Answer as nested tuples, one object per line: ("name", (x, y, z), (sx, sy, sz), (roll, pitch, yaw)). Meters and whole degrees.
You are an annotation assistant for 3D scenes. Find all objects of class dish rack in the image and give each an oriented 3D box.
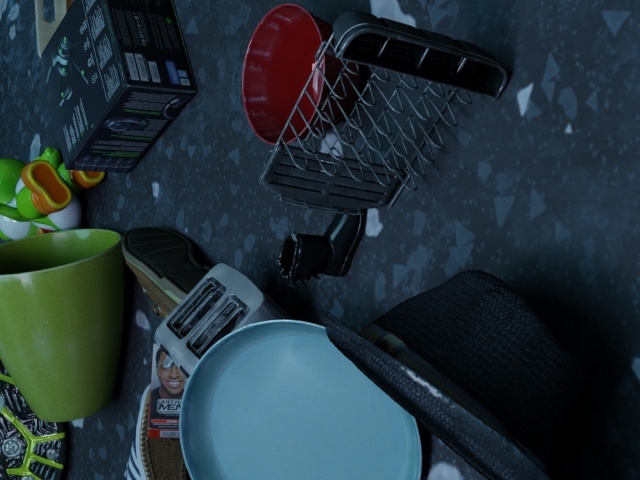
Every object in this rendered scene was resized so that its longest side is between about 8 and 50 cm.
("dish rack", (0.058, -0.126, 1.181), (0.271, 0.208, 0.074), (-59, 34, 33))

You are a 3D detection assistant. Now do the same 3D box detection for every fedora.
("fedora", (0.159, 0.130, 1.048), (0.152, 0.334, 0.334), (-48, 43, -6))

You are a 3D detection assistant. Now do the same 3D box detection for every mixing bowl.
("mixing bowl", (-0.013, -0.211, 1.353), (0.181, 0.098, 0.181), (0, 90, 53))

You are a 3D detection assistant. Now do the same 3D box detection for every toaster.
("toaster", (-0.119, 0.134, 1.426), (0.186, 0.110, 0.168), (-47, 34, -7))

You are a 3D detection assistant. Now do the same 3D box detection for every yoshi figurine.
("yoshi figurine", (-0.571, -0.108, 2.022), (0.362, 0.203, 0.203), (-25, 54, 52))

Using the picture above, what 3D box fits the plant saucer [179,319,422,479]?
("plant saucer", (-0.024, 0.246, 1.293), (0.317, 0.044, 0.317), (5, 103, 19))

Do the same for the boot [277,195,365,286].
("boot", (0.000, -0.001, 1.331), (0.045, 0.099, 0.121), (36, 118, 45))

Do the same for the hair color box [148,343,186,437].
("hair color box", (-0.228, 0.232, 1.611), (0.043, 0.072, 0.141), (105, 165, -58))

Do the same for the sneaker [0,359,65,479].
("sneaker", (-0.581, 0.342, 2.085), (0.147, 0.145, 0.385), (139, 126, -81))

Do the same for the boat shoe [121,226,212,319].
("boat shoe", (-0.235, 0.072, 1.627), (0.307, 0.111, 0.104), (40, 134, 54))

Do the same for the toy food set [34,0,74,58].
("toy food set", (-0.458, -0.488, 1.945), (0.306, 0.092, 0.220), (-15, 77, 52))

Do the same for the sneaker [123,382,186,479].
("sneaker", (-0.282, 0.364, 1.692), (0.153, 0.099, 0.282), (-4, 89, 51))

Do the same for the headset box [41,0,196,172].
("headset box", (-0.356, -0.279, 1.775), (0.283, 0.131, 0.246), (-41, 58, 44))

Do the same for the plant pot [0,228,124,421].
("plant pot", (-0.458, 0.156, 1.829), (0.275, 0.275, 0.293), (12, 115, 52))
